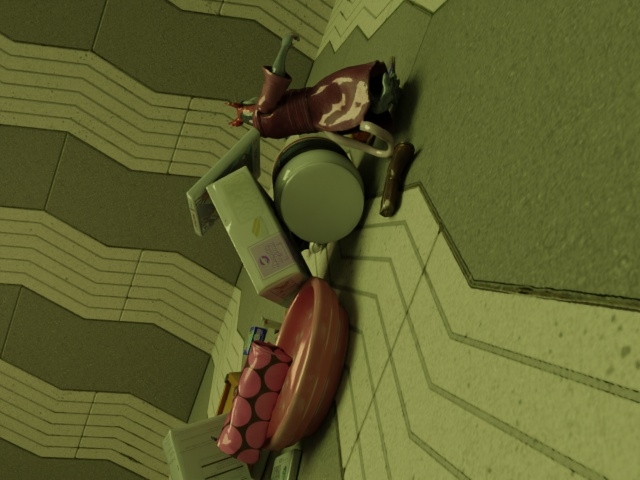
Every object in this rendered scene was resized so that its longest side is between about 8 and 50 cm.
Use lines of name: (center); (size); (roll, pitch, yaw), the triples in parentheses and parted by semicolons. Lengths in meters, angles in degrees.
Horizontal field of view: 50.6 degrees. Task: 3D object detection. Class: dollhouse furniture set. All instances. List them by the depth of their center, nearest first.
dollhouse furniture set: (-0.119, 0.199, 1.775); (0.114, 0.081, 0.091); (-84, 16, -48)

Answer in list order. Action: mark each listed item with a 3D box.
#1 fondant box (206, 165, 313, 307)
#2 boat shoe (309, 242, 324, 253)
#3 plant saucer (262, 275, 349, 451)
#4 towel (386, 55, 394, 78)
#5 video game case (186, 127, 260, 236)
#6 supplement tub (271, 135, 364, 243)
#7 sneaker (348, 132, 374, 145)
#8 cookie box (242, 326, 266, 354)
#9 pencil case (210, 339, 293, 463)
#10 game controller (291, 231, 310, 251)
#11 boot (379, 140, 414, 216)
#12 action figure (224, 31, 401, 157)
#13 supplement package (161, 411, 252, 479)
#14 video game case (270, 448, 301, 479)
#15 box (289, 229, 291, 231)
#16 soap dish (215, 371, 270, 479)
fondant box: (-0.111, 0.006, 1.429); (0.238, 0.096, 0.330); (62, -178, 12)
boat shoe: (0.000, 0.000, 1.652); (0.100, 0.035, 0.035); (-56, 15, 34)
plant saucer: (-0.029, 0.236, 1.277); (0.332, 0.084, 0.332); (-162, 90, -80)
towel: (0.157, -0.387, 1.577); (0.083, 0.009, 0.060); (-83, 17, -47)
video game case: (-0.196, -0.118, 1.411); (0.201, 0.023, 0.183); (-49, -13, -21)
supplement tub: (-0.008, -0.114, 1.464); (0.272, 0.191, 0.191); (-106, 36, -71)
sneaker: (0.097, -0.291, 1.564); (0.064, 0.067, 0.175); (117, 168, -45)
cookie box: (-0.208, 0.319, 2.123); (0.107, 0.040, 0.091); (145, 141, -73)
pencil case: (-0.117, 0.280, 1.198); (0.098, 0.095, 0.209); (-22, -46, -83)
game controller: (-0.029, -0.105, 1.878); (0.319, 0.067, 0.166); (-87, 18, -51)
boot: (0.129, -0.102, 1.172); (0.106, 0.037, 0.114); (101, -174, -67)
action figure: (-0.020, -0.256, 1.397); (0.248, 0.370, 0.275); (51, -146, -63)
supplement package: (-0.222, 0.500, 1.385); (0.244, 0.134, 0.139); (68, 153, 20)
video game case: (-0.078, 0.483, 1.281); (0.143, 0.019, 0.157); (127, 158, -60)
box: (-0.079, -0.042, 1.968); (0.067, 0.083, 0.018); (-99, 28, -68)
soap dish: (-0.186, 0.436, 1.629); (0.291, 0.118, 0.228); (168, 120, -76)
